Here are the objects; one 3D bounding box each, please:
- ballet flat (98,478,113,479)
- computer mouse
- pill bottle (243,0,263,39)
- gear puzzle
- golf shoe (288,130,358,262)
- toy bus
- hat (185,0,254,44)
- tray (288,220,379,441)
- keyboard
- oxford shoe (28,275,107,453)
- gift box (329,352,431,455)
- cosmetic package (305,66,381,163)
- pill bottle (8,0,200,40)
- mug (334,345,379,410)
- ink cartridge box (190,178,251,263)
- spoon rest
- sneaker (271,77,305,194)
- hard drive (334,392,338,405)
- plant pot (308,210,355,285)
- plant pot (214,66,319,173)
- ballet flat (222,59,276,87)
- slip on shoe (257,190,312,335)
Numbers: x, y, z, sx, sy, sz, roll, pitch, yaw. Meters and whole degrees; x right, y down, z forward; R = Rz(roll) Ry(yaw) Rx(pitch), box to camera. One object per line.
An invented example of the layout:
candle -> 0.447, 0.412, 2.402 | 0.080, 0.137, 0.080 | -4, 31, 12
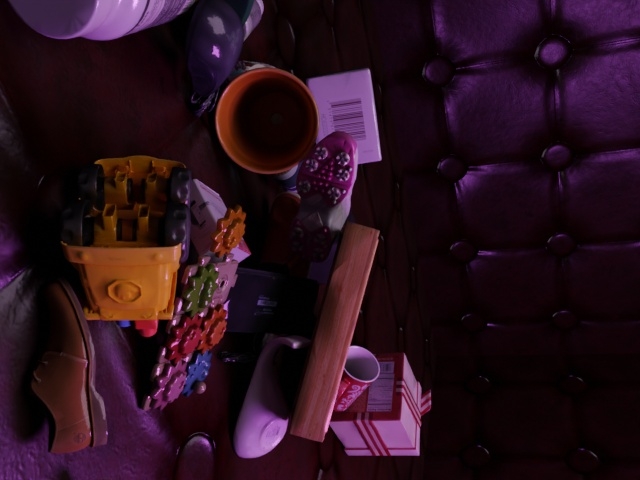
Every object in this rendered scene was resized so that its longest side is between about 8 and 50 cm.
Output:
ballet flat -> -0.290, 0.417, 0.734 | 0.073, 0.080, 0.232 | 111, -12, -64
computer mouse -> -0.167, -0.316, 1.007 | 0.272, 0.072, 0.188 | 153, -42, -83
pill bottle -> -0.169, -0.470, 1.254 | 0.137, 0.078, 0.078 | -71, 150, -49
gear puzzle -> -0.173, 0.106, 0.951 | 0.339, 0.044, 0.175 | -70, 163, 8
golf shoe -> 0.016, -0.102, 1.247 | 0.140, 0.115, 0.306 | -49, 162, -51
toy bus -> -0.248, 0.016, 0.814 | 0.220, 0.149, 0.211 | -102, -165, -52
hat -> -0.242, -0.476, 1.115 | 0.173, 0.183, 0.208 | -39, 167, -51
tray -> 0.027, 0.178, 1.224 | 0.203, 0.076, 0.411 | 109, -4, -84
keyboard -> -0.125, 0.157, 1.179 | 0.317, 0.033, 0.201 | 15, 93, -52
oxford shoe -> -0.312, 0.148, 0.718 | 0.076, 0.076, 0.212 | -8, 80, -32
gift box -> 0.185, 0.486, 1.807 | 0.258, 0.255, 0.276 | 65, 31, -41
cosmetic package -> 0.070, -0.353, 1.656 | 0.453, 0.161, 0.230 | -75, 157, -74
pill bottle -> -0.273, -0.357, 0.792 | 0.278, 0.162, 0.162 | -60, 141, -59
mug -> 0.058, 0.381, 1.613 | 0.150, 0.169, 0.113 | -7, 51, -35
ink cartridge box -> -0.190, -0.026, 1.036 | 0.135, 0.056, 0.099 | 59, 8, 24
spoon rest -> -0.100, 0.308, 1.193 | 0.137, 0.084, 0.276 | 5, 107, -51
sneaker -> -0.066, -0.248, 1.475 | 0.153, 0.099, 0.282 | 53, 38, -59
hard drive -> 0.015, 0.292, 1.503 | 0.237, 0.064, 0.339 | 105, -2, -51
plant pot -> 0.000, 0.000, 1.507 | 0.188, 0.167, 0.187 | 66, 27, -46
plant pot -> -0.103, -0.252, 1.254 | 0.188, 0.205, 0.205 | -84, 166, -76
ballet flat -> -0.141, -0.360, 1.310 | 0.221, 0.079, 0.077 | -37, 118, -69
slip on shoe -> -0.085, 0.042, 1.336 | 0.101, 0.123, 0.331 | 37, 56, -61
